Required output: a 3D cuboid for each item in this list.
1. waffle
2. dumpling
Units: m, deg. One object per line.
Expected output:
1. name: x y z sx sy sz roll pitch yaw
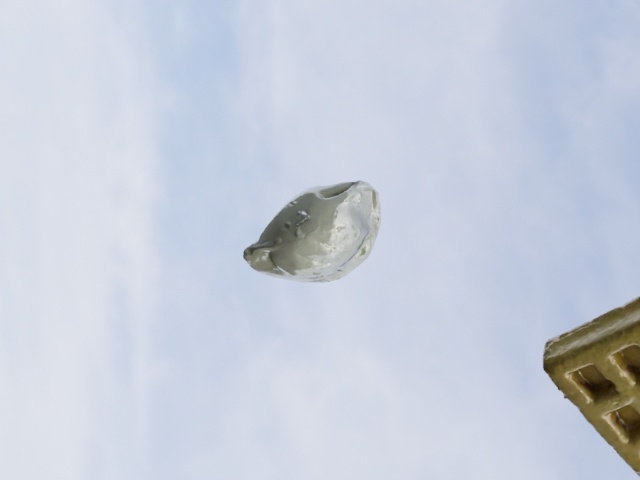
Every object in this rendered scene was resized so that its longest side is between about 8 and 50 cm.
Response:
1. waffle: 0.228 0.106 0.717 0.125 0.191 0.032 -34 -158 30
2. dumpling: 0.001 0.000 0.689 0.043 0.077 0.059 35 -15 47
